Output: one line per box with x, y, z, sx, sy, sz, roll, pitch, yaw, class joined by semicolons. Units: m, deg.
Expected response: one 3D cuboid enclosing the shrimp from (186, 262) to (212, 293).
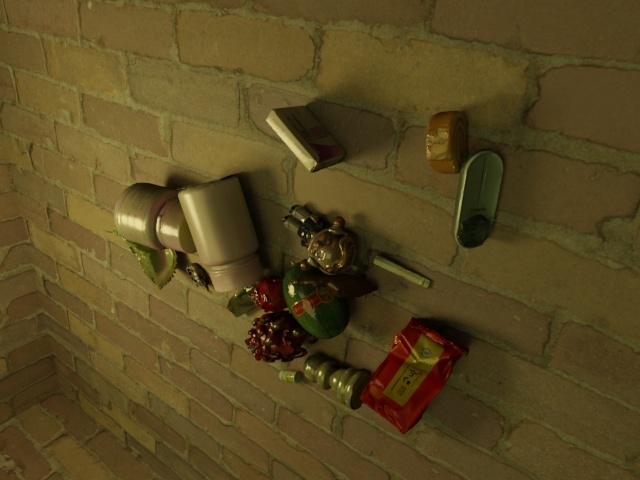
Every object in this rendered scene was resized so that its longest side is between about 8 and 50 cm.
-0.508;0.164;1.812;0.065;0.057;0.165;-38;76;24;shrimp

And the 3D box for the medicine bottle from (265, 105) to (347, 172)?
-0.039;-0.288;1.213;0.201;0.171;0.052;50;126;7;medicine bottle

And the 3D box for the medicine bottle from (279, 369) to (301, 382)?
-0.120;0.537;1.705;0.083;0.047;0.047;-7;105;36;medicine bottle

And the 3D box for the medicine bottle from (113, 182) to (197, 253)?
-0.594;-0.081;1.645;0.302;0.241;0.241;15;118;19;medicine bottle

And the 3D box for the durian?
-0.730;0.025;1.834;0.355;0.169;0.157;47;129;3;durian

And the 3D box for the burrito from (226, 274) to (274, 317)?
-0.266;0.213;1.653;0.096;0.066;0.309;49;130;-6;burrito

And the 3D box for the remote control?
0.379;-0.098;1.051;0.052;0.104;0.247;-125;34;-62;remote control

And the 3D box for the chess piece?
0.043;0.485;1.525;0.243;0.133;0.133;16;118;34;chess piece

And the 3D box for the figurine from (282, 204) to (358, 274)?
-0.008;0.006;1.350;0.275;0.133;0.193;18;88;31;figurine

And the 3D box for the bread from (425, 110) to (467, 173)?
0.298;-0.232;1.031;0.073;0.122;0.149;8;113;36;bread

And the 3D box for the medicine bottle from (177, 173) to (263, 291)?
-0.338;-0.028;1.506;0.214;0.214;0.378;-7;105;37;medicine bottle

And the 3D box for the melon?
-0.021;0.183;1.398;0.287;0.182;0.182;54;129;6;melon

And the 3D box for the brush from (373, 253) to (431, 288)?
0.240;0.090;1.274;0.179;0.030;0.033;26;107;12;brush

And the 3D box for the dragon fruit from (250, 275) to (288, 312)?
-0.153;0.184;1.485;0.166;0.136;0.132;14;106;-13;dragon fruit

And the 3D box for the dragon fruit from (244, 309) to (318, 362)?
-0.128;0.335;1.522;0.273;0.198;0.218;-25;104;39;dragon fruit

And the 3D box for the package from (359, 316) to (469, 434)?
0.279;0.407;1.320;0.196;0.123;0.423;33;124;17;package

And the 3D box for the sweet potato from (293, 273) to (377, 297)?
0.054;0.135;1.299;0.270;0.074;0.074;7;122;-12;sweet potato
